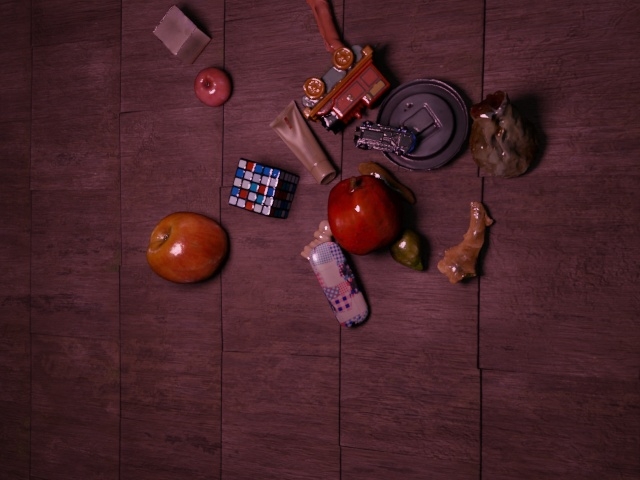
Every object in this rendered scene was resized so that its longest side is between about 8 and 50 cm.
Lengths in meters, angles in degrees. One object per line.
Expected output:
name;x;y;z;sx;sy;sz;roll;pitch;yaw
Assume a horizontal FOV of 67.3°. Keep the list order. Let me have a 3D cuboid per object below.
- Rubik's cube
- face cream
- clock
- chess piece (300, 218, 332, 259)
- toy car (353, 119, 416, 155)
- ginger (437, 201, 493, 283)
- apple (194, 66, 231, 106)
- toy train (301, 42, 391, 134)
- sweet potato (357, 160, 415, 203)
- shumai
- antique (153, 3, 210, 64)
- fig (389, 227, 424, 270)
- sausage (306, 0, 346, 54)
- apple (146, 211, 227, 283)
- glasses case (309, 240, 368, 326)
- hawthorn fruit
Rubik's cube;-0.214;-0.193;1.809;0.184;0.187;0.182;19;95;17
face cream;-0.063;-0.364;1.825;0.137;0.084;0.341;-41;72;22
clock;0.357;-0.402;1.699;0.324;0.067;0.326;0;90;16
chess piece;0.000;0.000;1.797;0.094;0.094;0.171;26;94;15
toy car;0.224;-0.354;1.672;0.216;0.063;0.103;12;95;11
ginger;0.501;0.010;1.655;0.131;0.086;0.295;18;87;25
apple;-0.429;-0.610;1.906;0.153;0.120;0.154;0;90;16
toy train;0.100;-0.547;1.734;0.369;0.163;0.232;-43;87;12
sweet potato;0.237;-0.210;1.732;0.243;0.077;0.077;38;100;14
shumai;0.593;-0.338;1.562;0.222;0.203;0.272;-41;83;14
antique;-0.553;-0.821;1.929;0.147;0.148;0.152;-46;79;13
fig;0.319;0.039;1.691;0.156;0.123;0.123;42;101;-4
sausage;0.018;-0.818;1.799;0.078;0.078;0.305;-23;82;15
apple;-0.526;0.030;1.859;0.301;0.301;0.302;0;90;17
glasses case;0.066;0.161;1.747;0.125;0.076;0.328;-27;97;-11
hawthorn fruit;0.142;-0.099;1.634;0.265;0.307;0.265;-9;56;13
